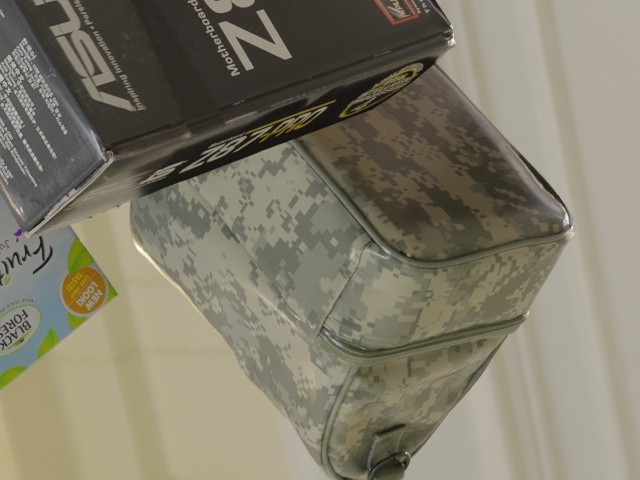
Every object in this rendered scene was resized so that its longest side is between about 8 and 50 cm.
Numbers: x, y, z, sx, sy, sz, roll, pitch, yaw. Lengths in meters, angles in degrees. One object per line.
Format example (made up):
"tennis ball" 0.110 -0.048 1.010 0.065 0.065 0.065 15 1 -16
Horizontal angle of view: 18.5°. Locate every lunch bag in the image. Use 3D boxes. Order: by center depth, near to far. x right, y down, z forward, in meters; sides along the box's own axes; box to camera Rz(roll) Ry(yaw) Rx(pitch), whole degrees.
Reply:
"lunch bag" 0.000 0.000 1.452 0.212 0.256 0.305 -10 -132 -42

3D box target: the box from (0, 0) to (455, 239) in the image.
"box" -0.135 -0.222 1.113 0.318 0.395 0.097 -24 169 -48

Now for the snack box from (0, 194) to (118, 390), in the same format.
"snack box" -0.281 0.011 1.474 0.174 0.207 0.070 -41 -161 -23
